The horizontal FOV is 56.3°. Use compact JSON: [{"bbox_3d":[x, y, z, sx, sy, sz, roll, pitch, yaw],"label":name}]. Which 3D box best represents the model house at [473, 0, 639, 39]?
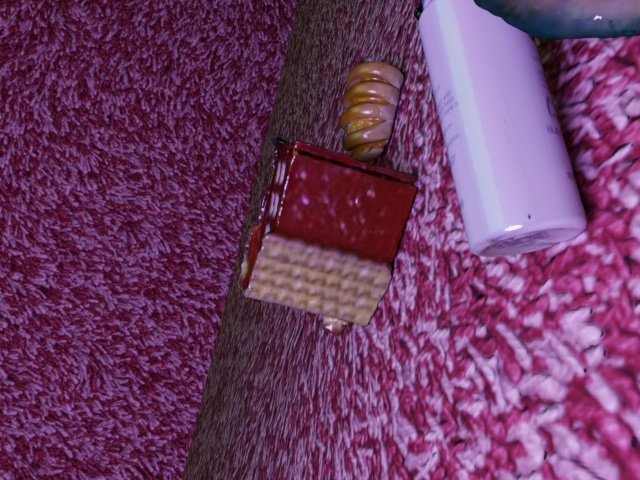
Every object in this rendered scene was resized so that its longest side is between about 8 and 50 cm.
[{"bbox_3d":[0.195,-0.307,0.257,0.342,0.335,0.382,174,106,-86],"label":"model house"}]

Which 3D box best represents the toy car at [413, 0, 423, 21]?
[{"bbox_3d":[0.177,-0.289,0.737,0.216,0.063,0.103,-102,30,-49],"label":"toy car"}]

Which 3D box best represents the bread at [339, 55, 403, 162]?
[{"bbox_3d":[0.080,-0.219,0.997,0.119,0.084,0.177,166,114,-74],"label":"bread"}]

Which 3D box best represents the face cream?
[{"bbox_3d":[0.135,-0.145,0.501,0.092,0.092,0.311,137,126,-64],"label":"face cream"}]

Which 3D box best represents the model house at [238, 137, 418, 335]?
[{"bbox_3d":[0.000,0.000,0.845,0.160,0.196,0.253,-166,91,-74],"label":"model house"}]
